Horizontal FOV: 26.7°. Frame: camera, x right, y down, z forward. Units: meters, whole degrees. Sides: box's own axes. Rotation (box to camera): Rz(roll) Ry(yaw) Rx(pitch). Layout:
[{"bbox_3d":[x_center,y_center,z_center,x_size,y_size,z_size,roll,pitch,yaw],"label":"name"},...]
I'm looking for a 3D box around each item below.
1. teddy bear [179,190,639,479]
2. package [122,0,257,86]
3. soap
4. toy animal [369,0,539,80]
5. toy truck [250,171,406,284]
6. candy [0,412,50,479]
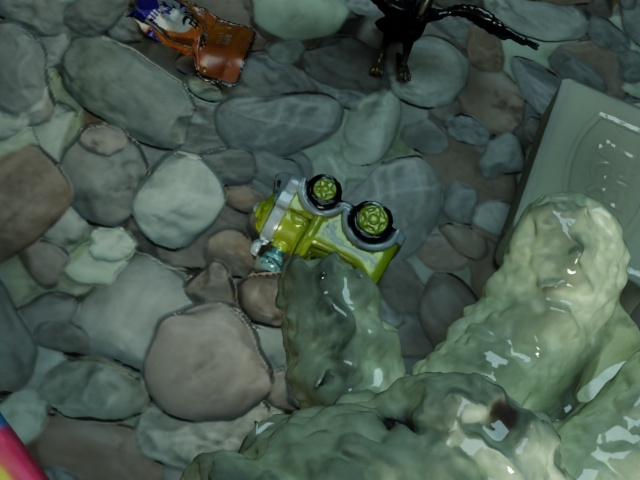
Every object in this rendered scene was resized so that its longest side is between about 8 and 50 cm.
[{"bbox_3d":[0.104,0.104,0.750,0.327,0.362,0.375,41,81,19],"label":"teddy bear"},{"bbox_3d":[-0.107,-0.169,1.092,0.111,0.033,0.077,27,28,-17],"label":"package"},{"bbox_3d":[0.223,-0.036,1.098,0.121,0.064,0.183,24,52,0],"label":"soap"},{"bbox_3d":[0.072,-0.183,1.118,0.220,0.108,0.062,14,60,-7],"label":"toy animal"},{"bbox_3d":[0.000,0.000,0.996,0.111,0.076,0.077,28,73,1],"label":"toy truck"},{"bbox_3d":[-0.181,0.239,0.751,0.157,0.100,0.306,-31,73,-32],"label":"candy"}]
